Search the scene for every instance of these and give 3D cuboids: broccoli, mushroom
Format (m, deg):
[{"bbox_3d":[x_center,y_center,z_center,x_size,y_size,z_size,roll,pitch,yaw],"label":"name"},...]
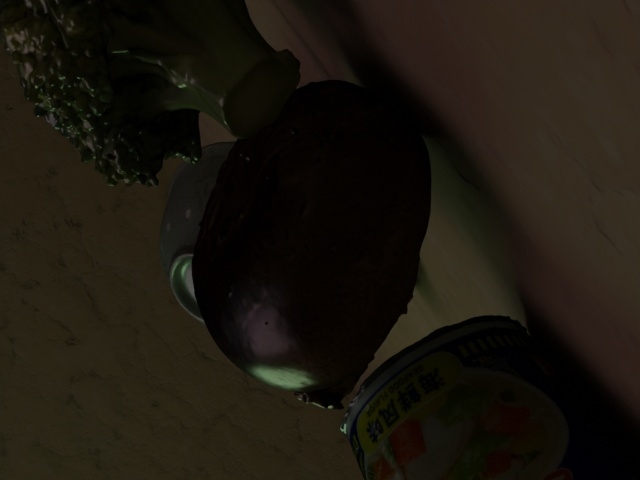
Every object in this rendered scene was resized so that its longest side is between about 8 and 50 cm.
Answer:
[{"bbox_3d":[-0.150,-0.182,1.147,0.288,0.235,0.260,57,-164,-56],"label":"broccoli"},{"bbox_3d":[-0.014,0.003,1.168,0.297,0.163,0.278,-145,63,-70],"label":"mushroom"}]

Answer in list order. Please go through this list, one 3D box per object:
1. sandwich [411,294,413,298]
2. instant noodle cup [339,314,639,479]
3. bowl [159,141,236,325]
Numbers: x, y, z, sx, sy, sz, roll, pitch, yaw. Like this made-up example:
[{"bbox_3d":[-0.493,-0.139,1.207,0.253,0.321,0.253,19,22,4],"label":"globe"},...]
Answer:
[{"bbox_3d":[0.056,0.035,1.603,0.160,0.109,0.185,-2,124,58],"label":"sandwich"},{"bbox_3d":[0.172,0.242,1.190,0.312,0.284,0.284,59,177,32],"label":"instant noodle cup"},{"bbox_3d":[-0.123,0.033,1.934,0.313,0.146,0.313,16,126,24],"label":"bowl"}]
